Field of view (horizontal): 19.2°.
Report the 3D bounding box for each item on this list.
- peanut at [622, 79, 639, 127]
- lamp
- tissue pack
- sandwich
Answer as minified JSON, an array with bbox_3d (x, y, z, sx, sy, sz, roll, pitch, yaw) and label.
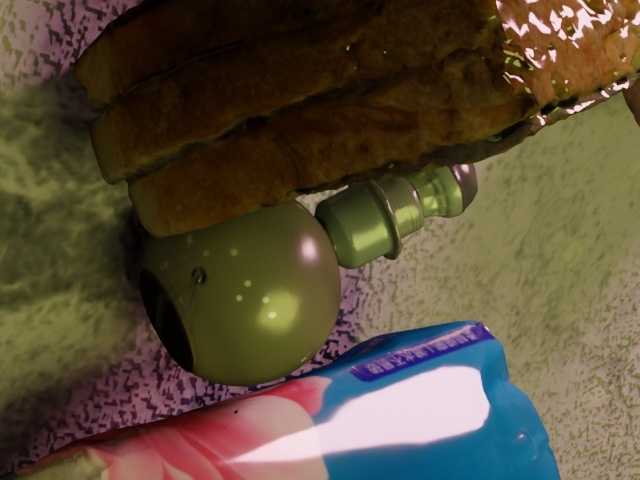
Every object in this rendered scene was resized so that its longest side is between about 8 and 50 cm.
[{"bbox_3d":[0.267,-0.103,1.100,0.253,0.122,0.137,7,122,-52],"label":"peanut"},{"bbox_3d":[0.000,0.000,0.845,0.163,0.091,0.091,-28,139,-19],"label":"lamp"},{"bbox_3d":[-0.005,0.167,0.893,0.270,0.137,0.209,-15,91,-45],"label":"tissue pack"},{"bbox_3d":[0.056,-0.089,0.745,0.273,0.249,0.095,-24,96,-42],"label":"sandwich"}]
